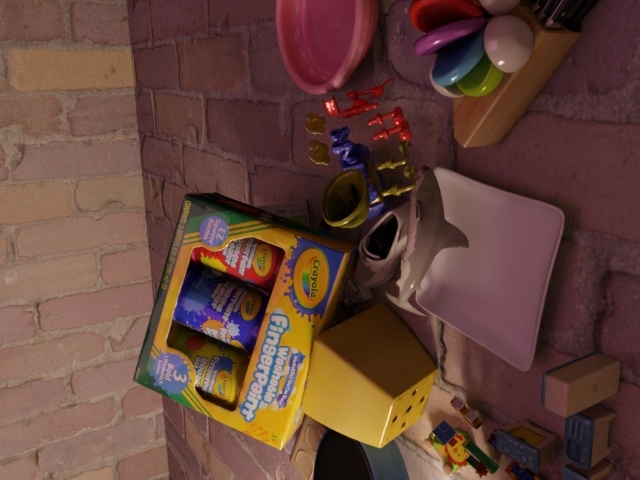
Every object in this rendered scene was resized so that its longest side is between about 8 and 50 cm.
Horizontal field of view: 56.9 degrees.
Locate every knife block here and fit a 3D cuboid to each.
[{"bbox_3d":[0.299,-0.275,0.833,0.242,0.088,0.275,12,108,58],"label":"knife block"}]

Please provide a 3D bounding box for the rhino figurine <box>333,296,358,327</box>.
[{"bbox_3d":[0.052,0.227,1.376,0.073,0.106,0.243,8,107,28],"label":"rhino figurine"}]

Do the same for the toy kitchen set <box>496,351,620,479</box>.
[{"bbox_3d":[0.336,0.265,0.897,0.166,0.122,0.206,17,113,56],"label":"toy kitchen set"}]

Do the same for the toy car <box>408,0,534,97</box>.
[{"bbox_3d":[0.185,-0.284,0.798,0.159,0.136,0.181,-11,89,58],"label":"toy car"}]

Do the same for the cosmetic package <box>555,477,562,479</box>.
[{"bbox_3d":[0.329,0.633,0.814,0.394,0.328,0.329,45,136,43],"label":"cosmetic package"}]

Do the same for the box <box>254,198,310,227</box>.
[{"bbox_3d":[-0.154,0.027,1.495,0.127,0.262,0.230,-4,96,60],"label":"box"}]

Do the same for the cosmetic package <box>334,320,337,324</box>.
[{"bbox_3d":[-0.038,0.257,1.512,0.085,0.118,0.231,58,141,33],"label":"cosmetic package"}]

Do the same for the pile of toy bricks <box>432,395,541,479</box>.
[{"bbox_3d":[0.291,0.392,1.051,0.212,0.118,0.105,43,173,30],"label":"pile of toy bricks"}]

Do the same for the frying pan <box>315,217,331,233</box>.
[{"bbox_3d":[-0.029,0.001,1.401,0.053,0.198,0.325,-56,-32,-75],"label":"frying pan"}]

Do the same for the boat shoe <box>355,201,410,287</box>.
[{"bbox_3d":[0.123,0.018,1.206,0.267,0.088,0.096,-51,56,51],"label":"boat shoe"}]

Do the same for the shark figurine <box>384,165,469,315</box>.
[{"bbox_3d":[0.189,0.021,1.013,0.166,0.116,0.277,-85,4,-76],"label":"shark figurine"}]

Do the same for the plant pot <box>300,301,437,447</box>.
[{"bbox_3d":[0.112,0.289,1.211,0.187,0.212,0.212,33,127,33],"label":"plant pot"}]

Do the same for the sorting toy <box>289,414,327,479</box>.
[{"bbox_3d":[0.019,0.562,1.591,0.229,0.041,0.307,44,128,40],"label":"sorting toy"}]

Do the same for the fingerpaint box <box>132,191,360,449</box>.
[{"bbox_3d":[-0.163,0.162,1.288,0.372,0.163,0.444,21,100,13],"label":"fingerpaint box"}]

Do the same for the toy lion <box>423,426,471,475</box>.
[{"bbox_3d":[0.257,0.404,1.160,0.100,0.034,0.096,49,130,41],"label":"toy lion"}]

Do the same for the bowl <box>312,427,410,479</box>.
[{"bbox_3d":[0.081,0.596,1.327,0.391,0.077,0.390,-176,90,-67],"label":"bowl"}]

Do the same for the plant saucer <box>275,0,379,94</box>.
[{"bbox_3d":[0.016,-0.478,1.241,0.332,0.084,0.331,25,120,54],"label":"plant saucer"}]

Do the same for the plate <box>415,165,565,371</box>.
[{"bbox_3d":[0.280,0.037,0.999,0.278,0.045,0.277,32,124,51],"label":"plate"}]

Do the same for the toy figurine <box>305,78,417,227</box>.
[{"bbox_3d":[0.107,-0.114,1.141,0.362,0.192,0.217,-97,-17,-45],"label":"toy figurine"}]

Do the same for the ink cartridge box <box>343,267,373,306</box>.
[{"bbox_3d":[0.069,0.089,1.339,0.029,0.063,0.115,-48,58,54],"label":"ink cartridge box"}]
